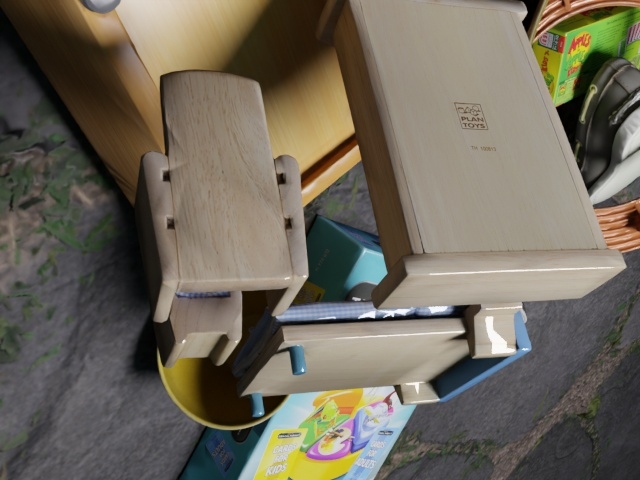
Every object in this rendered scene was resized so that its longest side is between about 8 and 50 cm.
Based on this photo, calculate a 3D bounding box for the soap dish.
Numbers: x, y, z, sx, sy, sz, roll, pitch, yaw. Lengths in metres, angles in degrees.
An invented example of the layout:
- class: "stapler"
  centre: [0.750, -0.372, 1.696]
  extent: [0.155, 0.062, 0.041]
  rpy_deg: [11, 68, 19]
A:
- class: "soap dish"
  centre: [-0.064, -0.137, 0.508]
  extent: [0.229, 0.118, 0.291]
  rpy_deg: [-40, 138, -16]

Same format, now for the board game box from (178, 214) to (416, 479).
- class: "board game box"
  centre: [0.023, 0.159, 0.835]
  extent: [0.253, 0.079, 0.336]
  rpy_deg: [16, 106, -49]

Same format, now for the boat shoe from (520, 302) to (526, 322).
- class: "boat shoe"
  centre: [0.271, 0.079, 1.050]
  extent: [0.046, 0.038, 0.125]
  rpy_deg: [-17, 139, 22]

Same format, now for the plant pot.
- class: "plant pot"
  centre: [-0.072, 0.103, 0.681]
  extent: [0.134, 0.134, 0.095]
  rpy_deg: [-54, 168, 0]

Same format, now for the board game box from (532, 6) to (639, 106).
- class: "board game box"
  centre: [0.327, -0.233, 0.876]
  extent: [0.181, 0.043, 0.092]
  rpy_deg: [-26, 133, -30]

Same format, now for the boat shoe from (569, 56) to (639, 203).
- class: "boat shoe"
  centre: [0.377, -0.131, 0.936]
  extent: [0.109, 0.091, 0.305]
  rpy_deg: [-34, 160, 0]

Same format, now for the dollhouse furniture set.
- class: "dollhouse furniture set"
  centre: [0.000, 0.000, 0.526]
  extent: [0.286, 0.198, 0.303]
  rpy_deg: [-1, 152, -20]

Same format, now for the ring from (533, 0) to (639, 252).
- class: "ring"
  centre: [0.302, -0.133, 0.766]
  extent: [0.336, 0.032, 0.337]
  rpy_deg: [1, 111, 3]

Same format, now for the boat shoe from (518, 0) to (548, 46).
- class: "boat shoe"
  centre: [0.195, -0.292, 0.658]
  extent: [0.110, 0.104, 0.307]
  rpy_deg: [-4, 120, -43]
